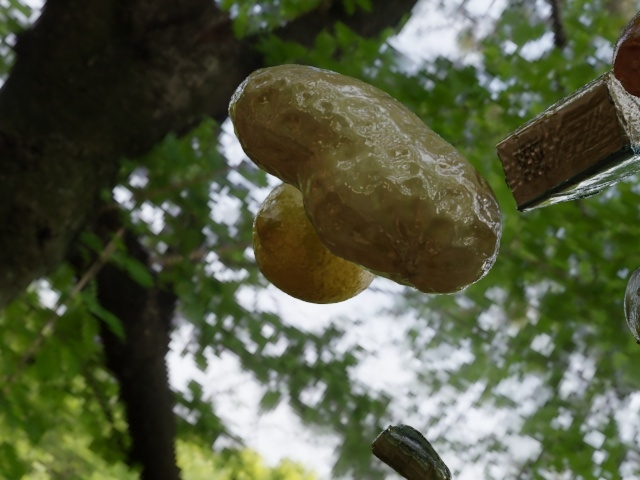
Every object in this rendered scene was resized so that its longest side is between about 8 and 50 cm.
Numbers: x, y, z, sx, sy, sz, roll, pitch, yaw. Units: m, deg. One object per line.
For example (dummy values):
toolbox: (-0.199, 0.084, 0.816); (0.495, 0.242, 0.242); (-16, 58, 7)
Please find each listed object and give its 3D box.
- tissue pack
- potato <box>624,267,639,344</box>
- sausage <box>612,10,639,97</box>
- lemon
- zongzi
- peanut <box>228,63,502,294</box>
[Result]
tissue pack: (0.411, -0.154, 1.974); (0.271, 0.192, 0.134); (-32, -104, 55)
potato: (0.454, 0.062, 1.582); (0.141, 0.176, 0.298); (44, -10, 4)
sausage: (0.319, -0.193, 1.156); (0.076, 0.197, 0.076); (30, -35, 23)
lemon: (0.000, 0.000, 1.910); (0.244, 0.187, 0.187); (11, 0, -44)
zongzi: (0.156, 0.310, 1.872); (0.154, 0.062, 0.130); (35, 11, 21)
peanut: (0.048, -0.077, 1.600); (0.387, 0.192, 0.169); (41, -22, 21)
